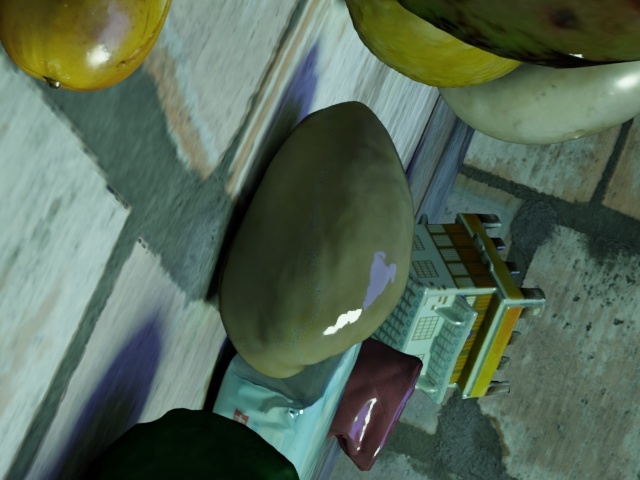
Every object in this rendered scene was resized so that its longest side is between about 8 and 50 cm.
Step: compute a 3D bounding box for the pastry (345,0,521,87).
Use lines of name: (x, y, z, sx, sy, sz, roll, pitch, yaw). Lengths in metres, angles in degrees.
pastry: (0.136, -0.257, 0.717, 0.356, 0.164, 0.356, 25, 90, -86)

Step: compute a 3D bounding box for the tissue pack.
tissue pack: (-0.048, 0.176, 0.943, 0.177, 0.089, 0.263, -51, 164, -58)

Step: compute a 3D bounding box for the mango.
mango: (-0.063, -0.081, 0.332, 0.060, 0.046, 0.089, 100, 11, -53)

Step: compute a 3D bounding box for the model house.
model house: (0.147, 0.086, 1.472, 0.198, 0.215, 0.224, -114, -150, -43)

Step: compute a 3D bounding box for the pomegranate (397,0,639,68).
pomegranate: (0.124, -0.219, 0.457, 0.306, 0.242, 0.242, -57, 168, -20)

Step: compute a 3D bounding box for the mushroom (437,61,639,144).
mushroom: (0.218, -0.254, 1.070, 0.290, 0.293, 0.292, 46, 63, -49)

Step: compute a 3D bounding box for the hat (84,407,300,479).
hat: (-0.070, 0.287, 0.526, 0.285, 0.285, 0.400, 80, 30, -74)

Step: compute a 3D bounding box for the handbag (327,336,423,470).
handbag: (0.026, 0.166, 1.220, 0.225, 0.135, 0.146, 75, 37, -83)

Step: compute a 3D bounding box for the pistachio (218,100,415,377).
pistachio: (0.000, 0.000, 0.732, 0.124, 0.124, 0.184, 50, 47, -80)
